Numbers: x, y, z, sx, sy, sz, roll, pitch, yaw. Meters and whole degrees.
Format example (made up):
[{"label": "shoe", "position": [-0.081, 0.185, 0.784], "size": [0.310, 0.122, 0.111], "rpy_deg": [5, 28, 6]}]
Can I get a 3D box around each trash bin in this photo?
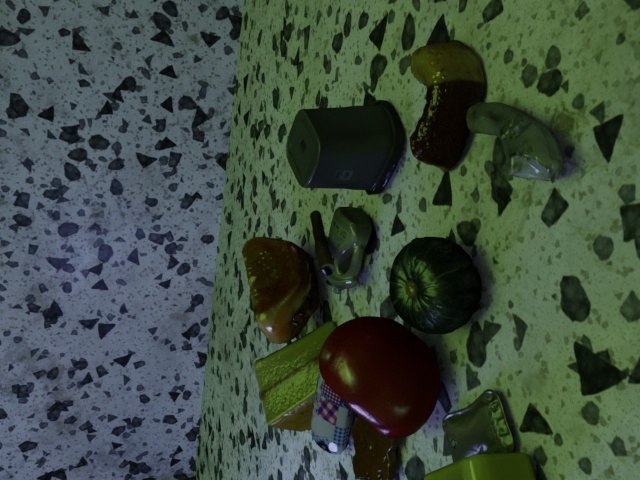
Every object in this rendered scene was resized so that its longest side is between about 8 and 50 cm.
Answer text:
[{"label": "trash bin", "position": [0.061, -0.242, 1.637], "size": [0.219, 0.250, 0.219], "rpy_deg": [65, 147, 35]}]

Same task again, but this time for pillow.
[{"label": "pillow", "position": [0.315, 0.390, 1.277], "size": [0.217, 0.033, 0.130], "rpy_deg": [125, 139, -53]}]

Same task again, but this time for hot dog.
[{"label": "hot dog", "position": [-0.121, 0.137, 2.100], "size": [0.185, 0.223, 0.405], "rpy_deg": [59, -171, -46]}]

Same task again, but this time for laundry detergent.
[{"label": "laundry detergent", "position": [0.073, 0.042, 1.796], "size": [0.181, 0.091, 0.253], "rpy_deg": [-126, 43, -57]}]

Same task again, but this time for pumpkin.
[{"label": "pumpkin", "position": [0.240, 0.095, 1.324], "size": [0.212, 0.152, 0.211], "rpy_deg": [-4, 85, 49]}]

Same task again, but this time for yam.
[{"label": "yam", "position": [0.000, 0.000, 1.815], "size": [0.045, 0.045, 0.326], "rpy_deg": [-54, 22, 21]}]

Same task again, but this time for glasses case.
[{"label": "glasses case", "position": [0.044, 0.475, 1.834], "size": [0.125, 0.076, 0.327], "rpy_deg": [21, 113, 32]}]

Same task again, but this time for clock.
[{"label": "clock", "position": [0.297, 0.465, 1.175], "size": [0.202, 0.144, 0.096], "rpy_deg": [123, 149, -53]}]

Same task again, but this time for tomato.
[{"label": "tomato", "position": [0.141, 0.297, 1.443], "size": [0.226, 0.298, 0.298], "rpy_deg": [-46, 28, -2]}]

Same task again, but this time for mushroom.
[{"label": "mushroom", "position": [0.353, -0.189, 1.145], "size": [0.096, 0.099, 0.278], "rpy_deg": [-60, 30, 26]}]

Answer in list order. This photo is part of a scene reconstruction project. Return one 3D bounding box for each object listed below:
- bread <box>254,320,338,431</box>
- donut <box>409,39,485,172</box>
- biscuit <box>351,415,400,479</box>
[{"label": "bread", "position": [-0.010, 0.439, 2.038], "size": [0.362, 0.245, 0.233], "rpy_deg": [-35, 52, 24]}, {"label": "donut", "position": [0.262, -0.300, 1.333], "size": [0.151, 0.113, 0.294], "rpy_deg": [176, 93, -70]}, {"label": "biscuit", "position": [0.148, 0.549, 1.663], "size": [0.290, 0.041, 0.208], "rpy_deg": [111, 151, -42]}]
